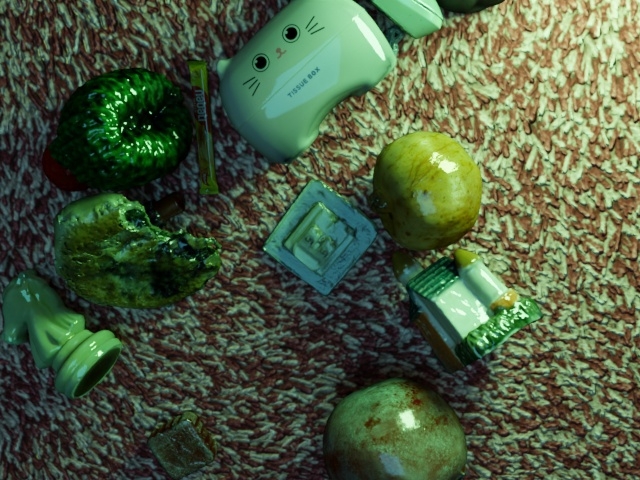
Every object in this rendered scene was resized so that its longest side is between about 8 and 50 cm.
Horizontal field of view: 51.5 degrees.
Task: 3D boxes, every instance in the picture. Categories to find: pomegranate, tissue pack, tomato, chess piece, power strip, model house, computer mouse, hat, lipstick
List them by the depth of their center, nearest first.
[{"bbox_3d":[0.123,-0.506,1.293,0.288,0.159,0.097,38,107,-7],"label":"computer mouse"},{"bbox_3d":[-0.039,-0.331,1.305,0.333,0.229,0.236,-41,99,10],"label":"tissue pack"},{"bbox_3d":[0.211,-0.099,1.356,0.248,0.248,0.248,0,104,2],"label":"pomegranate"},{"bbox_3d":[-0.452,-0.209,1.369,0.332,0.274,0.242,-15,93,34],"label":"hat"},{"bbox_3d":[0.284,0.116,1.420,0.190,0.271,0.301,-37,78,-12],"label":"model house"},{"bbox_3d":[0.159,0.451,1.447,0.316,0.316,0.283,-23,78,7],"label":"tomato"},{"bbox_3d":[0.000,0.000,1.469,0.198,0.064,0.213,36,103,-4],"label":"power strip"},{"bbox_3d":[-0.433,-0.019,1.473,0.299,0.081,0.081,-27,101,9],"label":"lipstick"},{"bbox_3d":[-0.615,0.210,1.514,0.298,0.176,0.176,39,102,7],"label":"chess piece"}]

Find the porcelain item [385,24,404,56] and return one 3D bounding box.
[{"bbox_3d":[0.149,-0.407,1.385,0.036,0.028,0.083,9,103,-17],"label":"porcelain item"}]

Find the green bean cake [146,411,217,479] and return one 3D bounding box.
[{"bbox_3d":[-0.333,0.496,1.604,0.135,0.056,0.135,-30,102,9],"label":"green bean cake"}]

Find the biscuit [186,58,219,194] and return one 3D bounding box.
[{"bbox_3d":[-0.254,-0.244,1.441,0.048,0.026,0.292,2,104,22],"label":"biscuit"}]

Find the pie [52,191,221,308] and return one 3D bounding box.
[{"bbox_3d":[-0.406,0.038,1.426,0.371,0.078,0.296,27,123,-37],"label":"pie"}]

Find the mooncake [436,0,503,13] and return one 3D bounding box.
[{"bbox_3d":[0.294,-0.573,1.291,0.245,0.133,0.245,1,97,5],"label":"mooncake"}]
